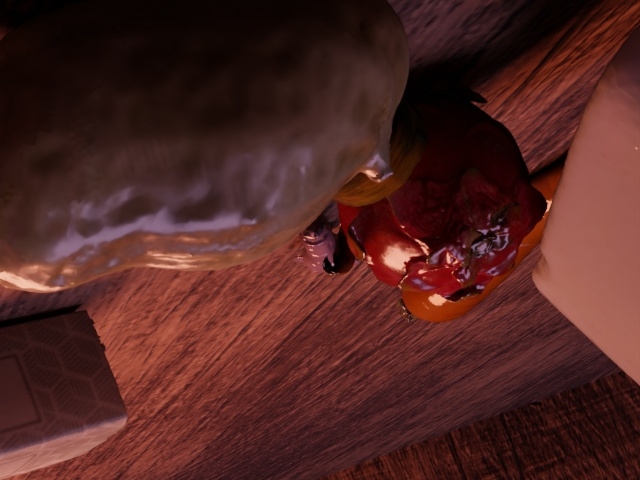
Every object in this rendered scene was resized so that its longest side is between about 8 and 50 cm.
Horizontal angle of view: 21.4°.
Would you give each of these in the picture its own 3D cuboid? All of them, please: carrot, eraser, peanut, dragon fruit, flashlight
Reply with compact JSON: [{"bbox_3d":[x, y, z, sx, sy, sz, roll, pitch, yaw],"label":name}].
[{"bbox_3d":[0.006,-0.061,0.902,0.082,0.082,0.173,-25,164,15],"label":"carrot"},{"bbox_3d":[0.250,-0.031,1.008,0.331,0.150,0.331,-42,161,-18],"label":"eraser"},{"bbox_3d":[0.154,-0.003,1.445,0.069,0.069,0.336,-13,162,-35],"label":"carrot"},{"bbox_3d":[-0.065,-0.047,0.737,0.224,0.129,0.129,-17,167,-15],"label":"peanut"},{"bbox_3d":[-0.327,0.137,1.135,0.404,0.098,0.096,-12,163,-39],"label":"eraser"},{"bbox_3d":[0.067,-0.032,1.040,0.136,0.133,0.166,5,-176,-2],"label":"dragon fruit"},{"bbox_3d":[0.000,0.000,1.265,0.052,0.031,0.110,2,165,7],"label":"flashlight"}]
